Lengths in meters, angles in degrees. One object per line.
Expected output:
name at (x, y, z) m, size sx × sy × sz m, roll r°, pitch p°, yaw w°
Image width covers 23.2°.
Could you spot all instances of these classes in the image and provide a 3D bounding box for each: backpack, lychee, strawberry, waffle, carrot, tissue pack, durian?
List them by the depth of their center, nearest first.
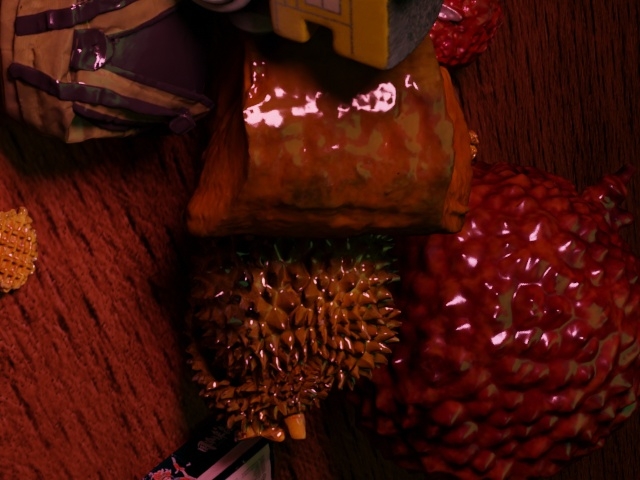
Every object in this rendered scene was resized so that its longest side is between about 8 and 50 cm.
backpack at (-0.189, -0.185, 1.435) m, size 0.253 × 0.140 × 0.207 m, roll -24°, pitch 122°, yaw -59°
waffle at (-0.296, 0.011, 1.475) m, size 0.078 × 0.016 × 0.085 m, roll -53°, pitch 145°, yaw -32°
carrot at (0.030, -0.117, 1.554) m, size 0.340 × 0.241 × 0.241 m, roll -4°, pitch 112°, yaw -18°
durian at (-0.042, 0.066, 1.720) m, size 0.258 × 0.258 × 0.293 m, roll -19°, pitch 130°, yaw -55°
tissue pack at (-0.130, 0.288, 1.823) m, size 0.170 × 0.090 × 0.103 m, roll -34°, pitch 132°, yaw -47°
lychee at (0.242, 0.089, 2.018) m, size 0.500 × 0.424 × 0.424 m, roll -54°, pitch 149°, yaw 0°
strawberry at (0.187, -0.322, 2.020) m, size 0.306 × 0.137 × 0.233 m, roll -10°, pitch 111°, yaw -56°

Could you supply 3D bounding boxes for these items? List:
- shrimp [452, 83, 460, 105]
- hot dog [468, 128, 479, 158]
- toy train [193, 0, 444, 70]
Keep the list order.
shrimp at (0.163, -0.193, 2.135) m, size 0.108 × 0.023 × 0.059 m, roll -9°, pitch 82°, yaw -56°
hot dog at (0.173, -0.133, 2.176) m, size 0.165 × 0.045 × 0.071 m, roll 9°, pitch 94°, yaw -60°
toy train at (-0.003, -0.335, 1.268) m, size 0.179 × 0.272 × 0.442 m, roll -55°, pitch 156°, yaw -35°
